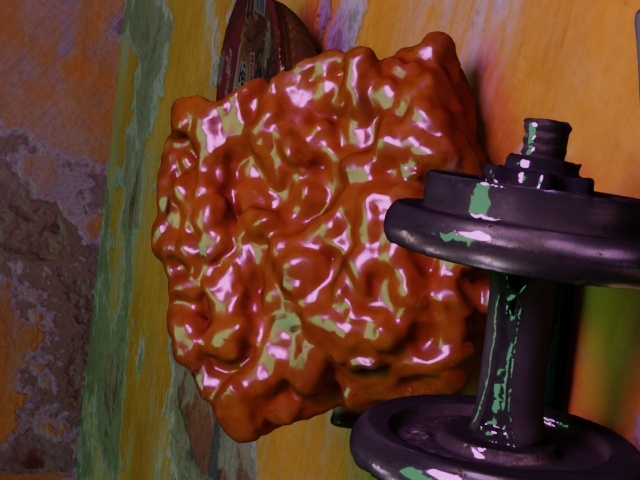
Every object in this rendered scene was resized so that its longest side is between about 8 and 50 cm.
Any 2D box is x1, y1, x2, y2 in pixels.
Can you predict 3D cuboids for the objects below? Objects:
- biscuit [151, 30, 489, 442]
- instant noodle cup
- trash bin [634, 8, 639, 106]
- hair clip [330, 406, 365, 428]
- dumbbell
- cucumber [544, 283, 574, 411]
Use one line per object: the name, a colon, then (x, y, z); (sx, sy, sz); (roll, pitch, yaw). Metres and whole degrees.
biscuit: (0.000, 0.000, 0.931); (0.312, 0.110, 0.318); (-15, 73, 24)
instant noodle cup: (-0.055, -0.182, 1.342); (0.274, 0.090, 0.274); (-178, 90, -69)
trash bin: (0.239, 0.066, 0.418); (0.223, 0.158, 0.344); (-175, 86, -70)
hair clip: (0.061, 0.007, 1.014); (0.101, 0.085, 0.331); (-25, 64, 59)
dumbbell: (0.122, 0.068, 0.681); (0.192, 0.192, 0.290); (-154, 69, -68)
cucumber: (0.157, 0.077, 0.799); (0.056, 0.056, 0.284); (-150, 60, -68)
